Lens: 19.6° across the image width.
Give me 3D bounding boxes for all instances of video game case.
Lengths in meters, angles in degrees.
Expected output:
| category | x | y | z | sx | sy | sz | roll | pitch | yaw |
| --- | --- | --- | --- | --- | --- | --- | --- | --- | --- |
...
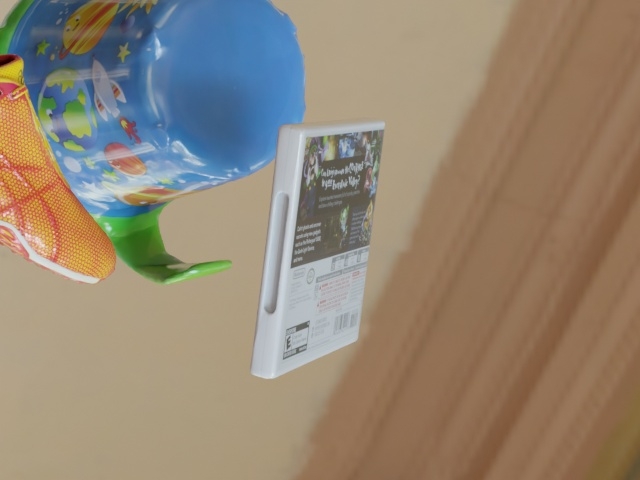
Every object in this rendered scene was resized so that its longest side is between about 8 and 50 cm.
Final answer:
| category | x | y | z | sx | sy | sz | roll | pitch | yaw |
| --- | --- | --- | --- | --- | --- | --- | --- | --- | --- |
| video game case | 0.000 | 0.000 | 1.332 | 0.190 | 0.022 | 0.173 | -15 | 113 | -70 |

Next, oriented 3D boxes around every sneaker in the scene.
| category | x | y | z | sx | sy | sz | roll | pitch | yaw |
| --- | --- | --- | --- | --- | --- | --- | --- | --- | --- |
| sneaker | -0.150 | -0.045 | 0.871 | 0.067 | 0.175 | 0.064 | -41 | -152 | 1 |

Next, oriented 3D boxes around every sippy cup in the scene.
| category | x | y | z | sx | sy | sz | roll | pitch | yaw |
| --- | --- | --- | --- | --- | --- | --- | --- | --- | --- |
| sippy cup | -0.136 | -0.133 | 1.594 | 0.224 | 0.305 | 0.240 | -1 | -135 | 54 |
